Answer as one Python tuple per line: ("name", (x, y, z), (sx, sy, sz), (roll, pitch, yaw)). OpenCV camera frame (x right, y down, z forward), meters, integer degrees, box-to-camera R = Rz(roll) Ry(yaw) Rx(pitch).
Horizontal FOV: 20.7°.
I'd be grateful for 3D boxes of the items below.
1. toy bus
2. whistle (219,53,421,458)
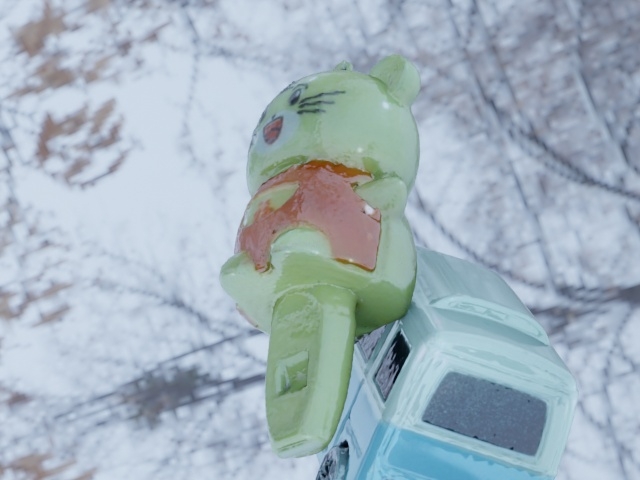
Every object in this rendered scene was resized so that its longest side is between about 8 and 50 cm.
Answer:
("toy bus", (0.072, 0.095, 1.159), (0.133, 0.164, 0.271), (19, -168, -13))
("whistle", (0.000, 0.000, 1.089), (0.106, 0.131, 0.288), (35, -132, -34))
